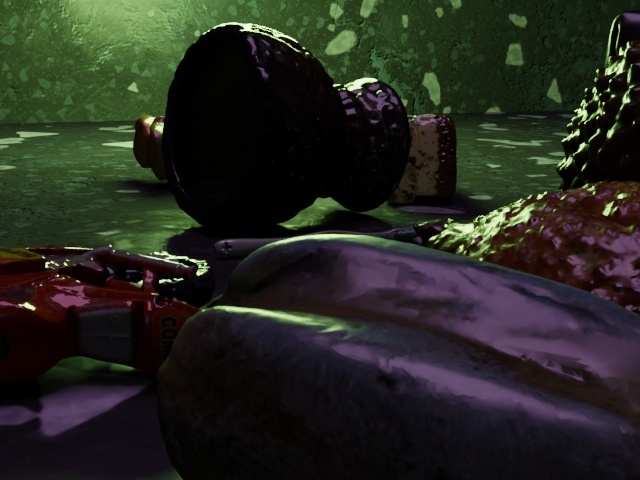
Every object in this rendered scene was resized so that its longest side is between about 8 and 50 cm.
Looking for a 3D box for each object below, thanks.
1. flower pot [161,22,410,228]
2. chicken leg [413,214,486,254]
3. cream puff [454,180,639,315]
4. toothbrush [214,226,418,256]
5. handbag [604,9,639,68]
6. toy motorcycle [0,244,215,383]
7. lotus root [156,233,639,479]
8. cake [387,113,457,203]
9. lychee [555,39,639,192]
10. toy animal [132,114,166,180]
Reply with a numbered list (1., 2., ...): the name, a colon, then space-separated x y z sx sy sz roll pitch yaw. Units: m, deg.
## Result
1. flower pot: -0.038 -0.139 1.196 0.267 0.266 0.266 4 8 -37
2. chicken leg: 0.144 0.022 0.843 0.113 0.093 0.304 18 5 0
3. cream puff: 0.188 0.046 0.554 0.240 0.164 0.240 6 11 -1
4. toothbrush: 0.000 0.000 1.049 0.263 0.022 0.026 -5 2 -22
5. handbag: 0.424 -0.087 0.901 0.302 0.275 0.178 13 10 27
6. toy motorcycle: -0.220 0.053 0.648 0.298 0.089 0.171 -2 14 -12
7. lotus root: 0.078 0.091 0.387 0.322 0.140 0.158 13 34 25
8. cake: 0.154 -0.143 1.436 0.112 0.135 0.246 0 12 2
9. lychee: 0.318 -0.058 0.712 0.267 0.267 0.267 0 13 0
10. toy animal: -0.153 -0.205 1.570 0.338 0.191 0.216 -5 13 -25
